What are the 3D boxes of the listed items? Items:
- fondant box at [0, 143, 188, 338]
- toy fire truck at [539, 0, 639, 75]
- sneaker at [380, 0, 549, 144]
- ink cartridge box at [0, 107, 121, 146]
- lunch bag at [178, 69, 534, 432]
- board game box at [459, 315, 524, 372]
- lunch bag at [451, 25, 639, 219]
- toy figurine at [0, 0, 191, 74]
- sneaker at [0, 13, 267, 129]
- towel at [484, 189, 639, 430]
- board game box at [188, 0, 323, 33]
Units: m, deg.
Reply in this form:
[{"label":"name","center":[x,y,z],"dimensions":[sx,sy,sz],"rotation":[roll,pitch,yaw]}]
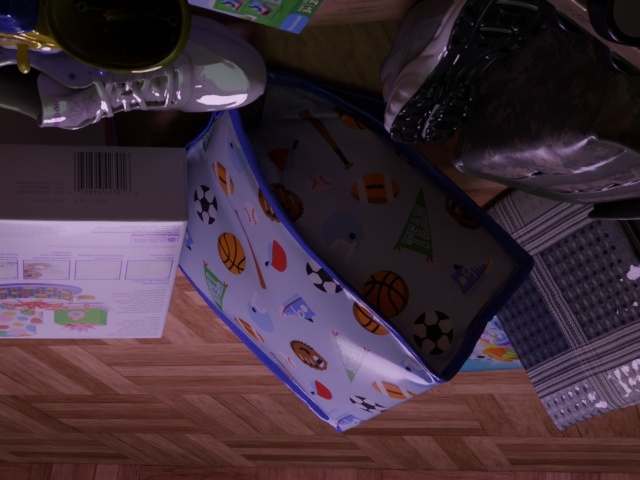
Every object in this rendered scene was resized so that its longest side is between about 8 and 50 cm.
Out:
[{"label":"fondant box","center":[-0.286,0.011,1.459],"dimensions":[0.238,0.096,0.330],"rotation":[1,152,-12]},{"label":"toy fire truck","center":[0.269,-0.262,0.958],"dimensions":[0.217,0.246,0.158],"rotation":[32,-176,-20]},{"label":"sneaker","center":[0.129,-0.205,1.168],"dimensions":[0.100,0.108,0.271],"rotation":[4,144,-32]},{"label":"ink cartridge box","center":[-0.338,-0.075,1.529],"dimensions":[0.197,0.114,0.273],"rotation":[-5,159,-4]},{"label":"lunch bag","center":[0.000,0.000,1.491],"dimensions":[0.385,0.239,0.328],"rotation":[41,150,-2]},{"label":"board game box","center":[0.263,0.130,1.976],"dimensions":[0.336,0.079,0.254],"rotation":[-7,155,27]},{"label":"lunch bag","center":[0.312,-0.109,1.229],"dimensions":[0.287,0.169,0.235],"rotation":[15,171,-26]},{"label":"toy figurine","center":[-0.244,-0.234,1.126],"dimensions":[0.362,0.191,0.217],"rotation":[6,-179,16]},{"label":"sneaker","center":[-0.208,-0.156,1.274],"dimensions":[0.305,0.152,0.114],"rotation":[6,137,-2]},{"label":"towel","center":[0.325,0.067,1.590],"dimensions":[0.056,0.312,0.324],"rotation":[-24,173,-29]},{"label":"board game box","center":[-0.089,-0.263,1.148],"dimensions":[0.211,0.039,0.160],"rotation":[13,157,-17]}]
